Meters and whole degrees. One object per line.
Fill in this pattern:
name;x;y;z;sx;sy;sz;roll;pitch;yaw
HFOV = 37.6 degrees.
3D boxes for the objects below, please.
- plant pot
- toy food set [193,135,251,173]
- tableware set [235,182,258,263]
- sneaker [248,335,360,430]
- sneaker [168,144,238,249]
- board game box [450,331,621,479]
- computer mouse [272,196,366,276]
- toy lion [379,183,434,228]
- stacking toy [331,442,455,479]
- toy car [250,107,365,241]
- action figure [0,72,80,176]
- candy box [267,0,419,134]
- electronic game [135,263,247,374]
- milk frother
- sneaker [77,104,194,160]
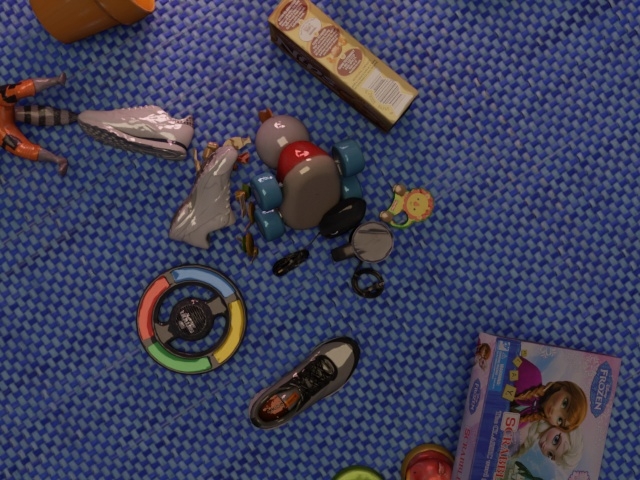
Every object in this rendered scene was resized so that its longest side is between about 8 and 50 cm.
plant pot;-0.467;-0.494;1.869;0.188;0.205;0.205;-30;90;14
toy food set;-0.200;-0.171;1.948;0.122;0.019;0.078;-8;90;-1
tableware set;-0.151;-0.035;1.913;0.024;0.104;0.154;-4;110;12
sneaker;-0.029;0.297;1.905;0.271;0.108;0.100;-38;88;-2
sneaker;-0.214;-0.084;1.913;0.115;0.090;0.232;27;109;-15
board game box;0.432;0.363;1.872;0.318;0.066;0.318;11;90;-25
computer mouse;0.000;0.000;1.907;0.242;0.071;0.041;-42;60;15
toy lion;0.184;-0.067;1.949;0.096;0.034;0.100;28;90;-8
stacking toy;0.160;0.584;1.893;0.280;0.130;0.308;-6;89;-1
toy car;-0.061;-0.161;1.895;0.219;0.210;0.238;-24;61;-14
action figure;-0.666;-0.204;1.904;0.330;0.178;0.341;5;117;6
candy box;0.042;-0.349;1.870;0.316;0.183;0.087;40;89;0
electronic game;-0.265;0.162;1.931;0.229;0.048;0.229;0;90;-1
milk frother;0.102;0.040;1.893;0.129;0.135;0.143;-37;90;0
sneaker;-0.377;-0.235;1.923;0.235;0.090;0.094;14;77;-4
